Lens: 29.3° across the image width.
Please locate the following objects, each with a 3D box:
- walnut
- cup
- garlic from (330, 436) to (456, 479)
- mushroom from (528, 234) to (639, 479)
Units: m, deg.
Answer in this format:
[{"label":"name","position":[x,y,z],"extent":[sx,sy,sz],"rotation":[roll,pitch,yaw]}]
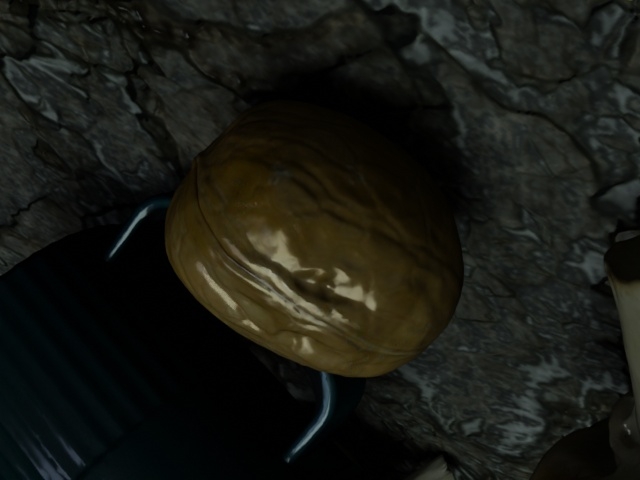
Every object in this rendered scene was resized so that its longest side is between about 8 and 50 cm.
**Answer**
[{"label":"walnut","position":[0.000,0.000,0.807],"extent":[0.197,0.165,0.165],"rotation":[25,149,-14]},{"label":"cup","position":[-0.140,0.144,0.961],"extent":[0.292,0.242,0.308],"rotation":[47,147,15]},{"label":"garlic","position":[0.031,0.267,1.161],"extent":[0.212,0.218,0.218],"rotation":[-23,129,15]},{"label":"mushroom","position":[0.250,0.131,0.779],"extent":[0.293,0.292,0.290],"rotation":[-11,100,44]}]
